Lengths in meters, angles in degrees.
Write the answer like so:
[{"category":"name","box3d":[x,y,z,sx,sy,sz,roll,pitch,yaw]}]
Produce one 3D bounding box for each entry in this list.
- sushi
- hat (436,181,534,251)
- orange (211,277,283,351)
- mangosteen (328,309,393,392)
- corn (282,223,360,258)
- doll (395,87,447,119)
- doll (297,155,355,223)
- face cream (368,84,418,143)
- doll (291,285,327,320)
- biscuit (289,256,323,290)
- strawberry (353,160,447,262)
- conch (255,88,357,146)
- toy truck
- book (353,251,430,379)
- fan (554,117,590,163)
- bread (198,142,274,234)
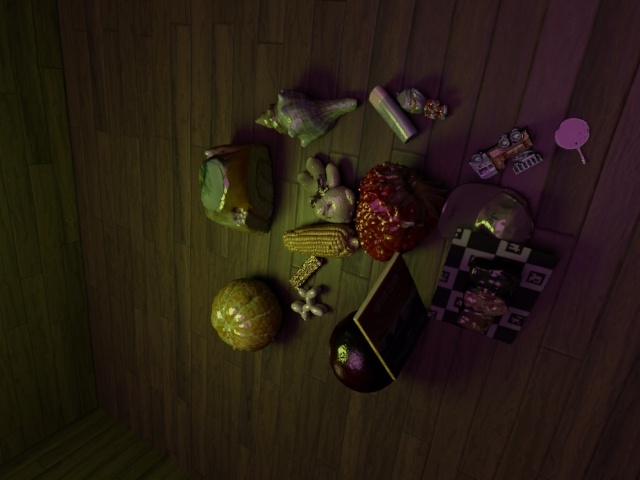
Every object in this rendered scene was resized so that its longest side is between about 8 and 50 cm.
[{"category":"sushi","box3d":[0.501,0.177,1.280,0.296,0.100,0.373,18,126,13]},{"category":"hat","box3d":[0.488,-0.049,1.247,0.149,0.244,0.214,-125,41,-56]},{"category":"orange","box3d":[-0.324,0.328,1.841,0.329,0.249,0.329,16,121,29]},{"category":"mangosteen","box3d":[0.158,0.393,1.536,0.293,0.297,0.297,20,116,47]},{"category":"corn","box3d":[0.000,0.000,1.607,0.347,0.130,0.130,2,106,35]},{"category":"doll","box3d":[0.311,-0.428,1.315,0.180,0.079,0.094,28,154,17]},{"category":"doll","box3d":[0.007,-0.180,1.550,0.278,0.149,0.175,50,158,25]},{"category":"face cream","box3d":[0.236,-0.409,1.366,0.198,0.057,0.084,55,169,6]},{"category":"doll","box3d":[-0.053,0.266,1.760,0.160,0.059,0.161,-5,110,35]},{"category":"biscuit","box3d":[-0.059,0.127,1.739,0.064,0.034,0.199,48,123,10]},{"category":"strawberry","box3d":[0.218,-0.082,1.373,0.292,0.292,0.343,51,139,9]},{"category":"conch","box3d":[-0.065,-0.435,1.496,0.386,0.169,0.203,11,136,31]},{"category":"toy truck","box3d":[0.535,-0.242,1.225,0.177,0.080,0.115,-30,97,34]},{"category":"book","box3d":[0.243,0.252,1.355,0.028,0.262,0.374,15,147,42]},{"category":"fan","box3d":[0.699,-0.270,1.153,0.085,0.005,0.133,-25,90,34]},{"category":"bread","box3d":[-0.347,-0.188,1.691,0.239,0.264,0.395,7,107,26]}]
